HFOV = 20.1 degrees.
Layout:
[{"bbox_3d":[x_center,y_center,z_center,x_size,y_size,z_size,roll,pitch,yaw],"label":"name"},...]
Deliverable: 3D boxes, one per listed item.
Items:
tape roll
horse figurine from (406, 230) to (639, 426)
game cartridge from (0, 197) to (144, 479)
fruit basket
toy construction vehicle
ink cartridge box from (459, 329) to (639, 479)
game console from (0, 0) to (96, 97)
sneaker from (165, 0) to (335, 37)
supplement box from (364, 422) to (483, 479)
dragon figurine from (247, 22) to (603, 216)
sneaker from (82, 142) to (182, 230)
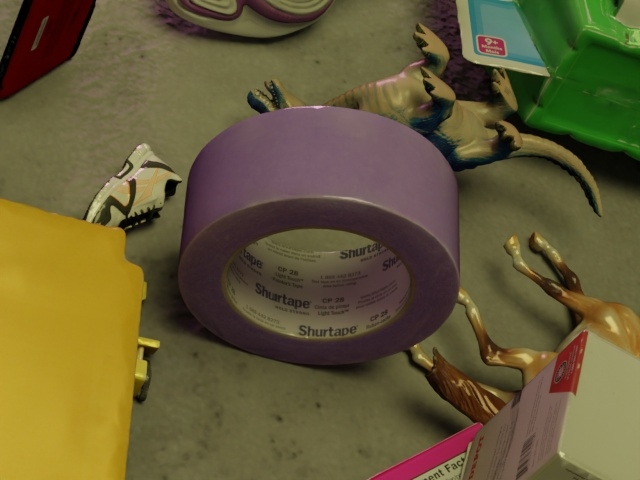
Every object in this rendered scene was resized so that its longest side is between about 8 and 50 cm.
[{"bbox_3d":[0.000,0.000,1.219,0.189,0.189,0.080,15,50,-16],"label":"tape roll"},{"bbox_3d":[0.175,0.081,1.332,0.174,0.066,0.263,42,45,15],"label":"horse figurine"},{"bbox_3d":[-0.273,0.090,1.086,0.323,0.053,0.285,15,58,-20],"label":"game cartridge"},{"bbox_3d":[0.263,-0.228,1.549,0.327,0.165,0.353,16,47,-15],"label":"fruit basket"},{"bbox_3d":[-0.148,0.051,1.208,0.086,0.035,0.098,16,50,-16],"label":"toy construction vehicle"},{"bbox_3d":[0.137,0.133,1.073,0.056,0.135,0.099,28,48,-9],"label":"ink cartridge box"},{"bbox_3d":[-0.201,-0.194,1.294,0.085,0.144,0.124,42,48,9],"label":"game console"},{"bbox_3d":[-0.023,-0.262,1.484,0.305,0.114,0.152,-33,42,-31],"label":"sneaker"},{"bbox_3d":[0.104,0.244,1.138,0.114,0.111,0.220,-20,66,-37],"label":"supplement box"},{"bbox_3d":[0.078,-0.073,1.384,0.289,0.144,0.085,23,43,-36],"label":"dragon figurine"},{"bbox_3d":[-0.134,-0.026,1.271,0.044,0.040,0.109,36,48,-1],"label":"sneaker"}]
